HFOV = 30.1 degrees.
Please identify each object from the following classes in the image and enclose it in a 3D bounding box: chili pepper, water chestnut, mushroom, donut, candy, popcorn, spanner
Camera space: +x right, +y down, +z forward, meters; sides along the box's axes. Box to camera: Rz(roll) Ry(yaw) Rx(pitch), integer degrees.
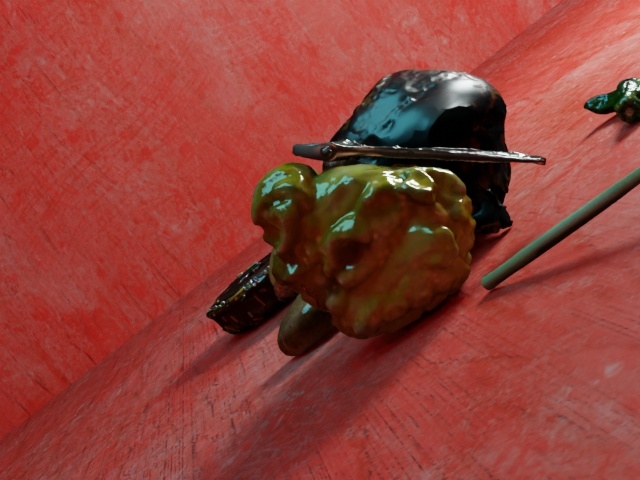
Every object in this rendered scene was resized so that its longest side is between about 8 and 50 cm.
[{"bbox_3d":[0.436,-0.204,1.712,0.073,0.050,0.182,-44,4,3],"label":"chili pepper"},{"bbox_3d":[0.148,-0.101,1.681,0.289,0.289,0.244,-39,12,-14],"label":"water chestnut"},{"bbox_3d":[0.017,0.092,1.809,0.209,0.072,0.094,-39,16,-12],"label":"mushroom"},{"bbox_3d":[-0.119,0.100,2.367,0.235,0.089,0.235,-37,6,5],"label":"donut"},{"bbox_3d":[0.310,-0.052,1.240,0.440,0.119,0.119,-41,3,43],"label":"candy"},{"bbox_3d":[0.055,0.013,1.514,0.285,0.225,0.174,1,3,10],"label":"popcorn"},{"bbox_3d":[0.126,-0.112,1.527,0.325,0.026,0.093,2,8,2],"label":"spanner"}]

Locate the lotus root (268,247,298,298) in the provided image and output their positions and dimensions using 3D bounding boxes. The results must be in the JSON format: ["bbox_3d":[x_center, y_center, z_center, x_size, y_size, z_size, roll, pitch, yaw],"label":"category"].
[{"bbox_3d":[-0.003,-0.001,2.255,0.146,0.131,0.303,-27,13,50],"label":"lotus root"}]
